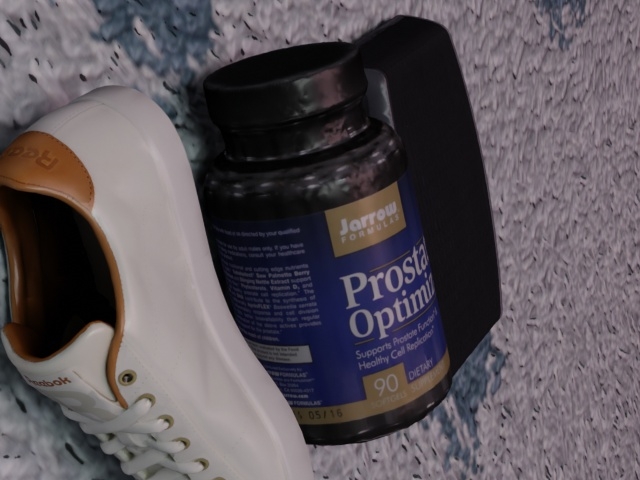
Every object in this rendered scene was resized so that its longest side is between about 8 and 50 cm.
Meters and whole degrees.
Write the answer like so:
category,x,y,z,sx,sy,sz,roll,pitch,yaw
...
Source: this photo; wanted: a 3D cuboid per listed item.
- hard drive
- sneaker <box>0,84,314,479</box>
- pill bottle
category,x,y,z,sx,sy,sz,roll,pitch,yaw
hard drive,0.071,-0.025,1.177,0.172,0.054,0.255,-41,123,-57
sneaker,-0.096,0.078,0.810,0.123,0.106,0.290,-38,111,-50
pill bottle,0.000,0.000,0.964,0.123,0.122,0.219,-43,124,-56
